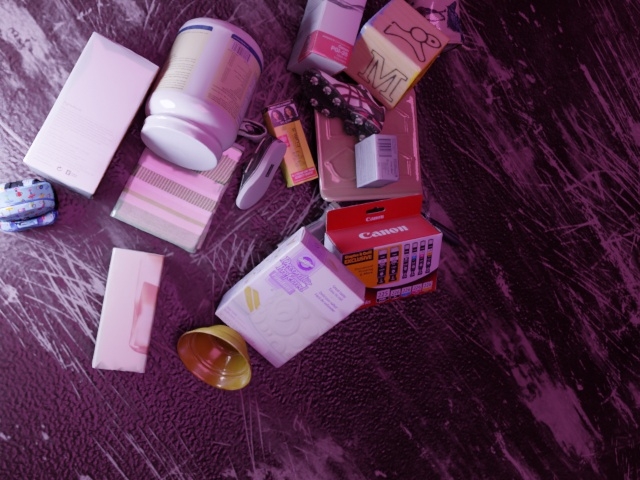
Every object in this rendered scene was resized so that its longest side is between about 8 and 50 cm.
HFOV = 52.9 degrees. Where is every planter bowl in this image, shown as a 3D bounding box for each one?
[{"bbox_3d":[-0.264,0.291,1.712,0.217,0.217,0.090,45,41,-14],"label":"planter bowl"}]

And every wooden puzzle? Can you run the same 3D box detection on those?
[{"bbox_3d":[0.133,-0.288,1.891,0.322,0.080,0.347,-5,87,-20],"label":"wooden puzzle"}]

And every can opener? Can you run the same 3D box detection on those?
[{"bbox_3d":[0.356,-0.036,1.983,0.186,0.073,0.059,23,43,-21],"label":"can opener"}]

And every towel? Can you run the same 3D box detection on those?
[{"bbox_3d":[-0.375,-0.159,1.730,0.248,0.038,0.324,26,83,-16],"label":"towel"}]

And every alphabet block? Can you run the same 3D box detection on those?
[{"bbox_3d":[0.207,-0.525,1.810,0.197,0.193,0.192,41,59,0],"label":"alphabet block"}]

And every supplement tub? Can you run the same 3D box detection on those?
[{"bbox_3d":[-0.297,-0.364,1.621,0.236,0.235,0.324,25,69,-18],"label":"supplement tub"}]

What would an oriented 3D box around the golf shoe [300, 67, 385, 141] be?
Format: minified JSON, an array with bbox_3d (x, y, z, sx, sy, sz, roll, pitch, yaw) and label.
[{"bbox_3d":[0.064,-0.393,1.793,0.273,0.105,0.120,38,57,-18],"label":"golf shoe"}]

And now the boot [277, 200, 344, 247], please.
[{"bbox_3d":[-0.001,-0.001,1.832,0.208,0.076,0.189,-46,136,-2],"label":"boot"}]

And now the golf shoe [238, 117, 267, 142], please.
[{"bbox_3d":[-0.228,-0.318,1.755,0.176,0.086,0.069,10,88,-18],"label":"golf shoe"}]

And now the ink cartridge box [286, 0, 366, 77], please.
[{"bbox_3d":[0.026,-0.604,1.780,0.117,0.207,0.282,19,84,-20],"label":"ink cartridge box"}]

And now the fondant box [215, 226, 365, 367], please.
[{"bbox_3d":[-0.080,0.157,1.709,0.330,0.096,0.238,-40,105,22],"label":"fondant box"}]

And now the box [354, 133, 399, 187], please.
[{"bbox_3d":[0.155,-0.216,1.775,0.072,0.137,0.126,-1,86,-20],"label":"box"}]

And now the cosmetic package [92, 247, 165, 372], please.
[{"bbox_3d":[-0.484,0.171,1.628,0.129,0.153,0.296,11,87,-18],"label":"cosmetic package"}]

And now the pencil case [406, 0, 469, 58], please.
[{"bbox_3d":[0.346,-0.760,1.920,0.184,0.160,0.410,-1,90,-29],"label":"pencil case"}]

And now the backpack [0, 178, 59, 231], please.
[{"bbox_3d":[-0.710,-0.086,1.536,0.158,0.173,0.116,-14,94,-20],"label":"backpack"}]

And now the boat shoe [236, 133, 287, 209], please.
[{"bbox_3d":[-0.175,-0.189,1.779,0.219,0.070,0.078,-57,151,7],"label":"boat shoe"}]

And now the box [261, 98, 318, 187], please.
[{"bbox_3d":[-0.087,-0.273,1.818,0.087,0.058,0.232,-20,96,-19],"label":"box"}]

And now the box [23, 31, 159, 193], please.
[{"bbox_3d":[-0.554,-0.293,1.571,0.168,0.215,0.345,27,82,-18],"label":"box"}]

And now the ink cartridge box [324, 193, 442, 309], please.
[{"bbox_3d":[0.173,0.034,1.812,0.310,0.130,0.271,-12,124,-19],"label":"ink cartridge box"}]
